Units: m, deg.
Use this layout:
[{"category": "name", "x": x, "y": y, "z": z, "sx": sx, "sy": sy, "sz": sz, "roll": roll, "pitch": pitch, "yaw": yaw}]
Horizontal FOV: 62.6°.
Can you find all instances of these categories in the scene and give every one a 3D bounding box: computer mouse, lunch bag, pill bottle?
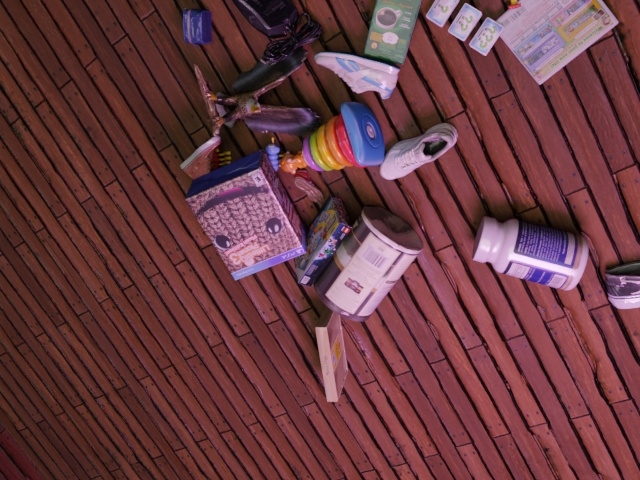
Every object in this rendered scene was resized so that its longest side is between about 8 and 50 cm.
[{"category": "computer mouse", "x": -0.145, "y": -0.594, "z": 1.375, "sx": 0.188, "sy": 0.072, "sz": 0.272, "roll": -39, "pitch": 93, "yaw": -18}, {"category": "lunch bag", "x": -0.344, "y": -0.588, "z": 1.456, "sx": 0.065, "sy": 0.067, "sz": 0.098, "roll": 10, "pitch": 114, "yaw": 12}, {"category": "pill bottle", "x": 0.552, "y": 0.028, "z": 1.405, "sx": 0.265, "sy": 0.153, "sz": 0.153, "roll": 16, "pitch": 114, "yaw": 9}]

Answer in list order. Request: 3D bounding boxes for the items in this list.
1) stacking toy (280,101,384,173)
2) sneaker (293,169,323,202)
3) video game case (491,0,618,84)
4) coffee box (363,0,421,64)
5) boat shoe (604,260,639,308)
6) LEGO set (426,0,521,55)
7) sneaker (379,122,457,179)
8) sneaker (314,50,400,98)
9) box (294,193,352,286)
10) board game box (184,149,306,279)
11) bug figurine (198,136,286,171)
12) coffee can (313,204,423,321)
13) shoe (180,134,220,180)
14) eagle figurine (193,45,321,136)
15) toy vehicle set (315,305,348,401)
[{"category": "stacking toy", "x": 0.012, "y": -0.250, "z": 1.459, "sx": 0.302, "sy": 0.166, "sz": 0.175, "roll": -17, "pitch": 90, "yaw": 32}, {"category": "sneaker", "x": -0.035, "y": -0.165, "z": 1.557, "sx": 0.042, "sy": 0.067, "sz": 0.118, "roll": -34, "pitch": 129, "yaw": 22}, {"category": "video game case", "x": 0.558, "y": -0.520, "z": 1.263, "sx": 0.212, "sy": 0.023, "sz": 0.193, "roll": -39, "pitch": 97, "yaw": 24}, {"category": "coffee box", "x": 0.186, "y": -0.554, "z": 1.340, "sx": 0.113, "sy": 0.040, "sz": 0.184, "roll": 17, "pitch": 114, "yaw": 8}, {"category": "boat shoe", "x": 0.911, "y": 0.084, "z": 1.346, "sx": 0.335, "sy": 0.121, "sz": 0.119, "roll": -20, "pitch": 108, "yaw": 23}, {"category": "LEGO set", "x": 0.393, "y": -0.596, "z": 1.248, "sx": 0.183, "sy": 0.060, "sz": 0.244, "roll": 36, "pitch": 113, "yaw": 6}, {"category": "sneaker", "x": 0.253, "y": -0.233, "z": 1.405, "sx": 0.232, "sy": 0.115, "sz": 0.090, "roll": -32, "pitch": 100, "yaw": 24}, {"category": "sneaker", "x": 0.089, "y": -0.442, "z": 1.386, "sx": 0.229, "sy": 0.087, "sz": 0.092, "roll": 19, "pitch": 116, "yaw": 10}, {"category": "box", "x": 0.000, "y": 0.000, "z": 1.541, "sx": 0.044, "sy": 0.159, "sz": 0.233, "roll": 23, "pitch": 118, "yaw": -23}, {"category": "board game box", "x": -0.204, "y": -0.070, "z": 1.500, "sx": 0.232, "sy": 0.141, "sz": 0.290, "roll": -22, "pitch": 118, "yaw": 10}, {"category": "bug figurine", "x": -0.229, "y": -0.200, "z": 1.574, "sx": 0.279, "sy": 0.072, "sz": 0.216, "roll": 3, "pitch": 111, "yaw": 14}, {"category": "coffee can", "x": 0.134, "y": 0.066, "z": 1.507, "sx": 0.202, "sy": 0.201, "sz": 0.275, "roll": 34, "pitch": 115, "yaw": 0}, {"category": "shoe", "x": -0.327, "y": -0.230, "z": 1.517, "sx": 0.178, "sy": 0.063, "sz": 0.081, "roll": -31, "pitch": 104, "yaw": 36}, {"category": "eagle figurine", "x": -0.169, "y": -0.386, "z": 1.447, "sx": 0.299, "sy": 0.225, "sz": 0.226, "roll": -18, "pitch": 152, "yaw": -12}, {"category": "toy vehicle set", "x": 0.039, "y": 0.348, "z": 1.662, "sx": 0.035, "sy": 0.166, "sz": 0.266, "roll": -3, "pitch": 110, "yaw": 16}]
